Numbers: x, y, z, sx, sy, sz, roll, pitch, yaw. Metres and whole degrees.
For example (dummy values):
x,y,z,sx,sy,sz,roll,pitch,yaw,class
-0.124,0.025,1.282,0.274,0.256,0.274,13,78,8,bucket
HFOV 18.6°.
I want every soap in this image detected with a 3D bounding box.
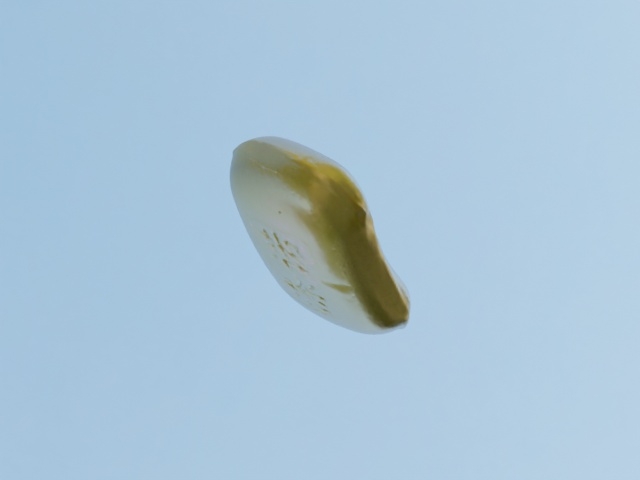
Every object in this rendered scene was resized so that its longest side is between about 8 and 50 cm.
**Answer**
x,y,z,sx,sy,sz,roll,pitch,yaw,class
-0.001,0.001,1.020,0.045,0.089,0.140,-54,-37,-22,soap
